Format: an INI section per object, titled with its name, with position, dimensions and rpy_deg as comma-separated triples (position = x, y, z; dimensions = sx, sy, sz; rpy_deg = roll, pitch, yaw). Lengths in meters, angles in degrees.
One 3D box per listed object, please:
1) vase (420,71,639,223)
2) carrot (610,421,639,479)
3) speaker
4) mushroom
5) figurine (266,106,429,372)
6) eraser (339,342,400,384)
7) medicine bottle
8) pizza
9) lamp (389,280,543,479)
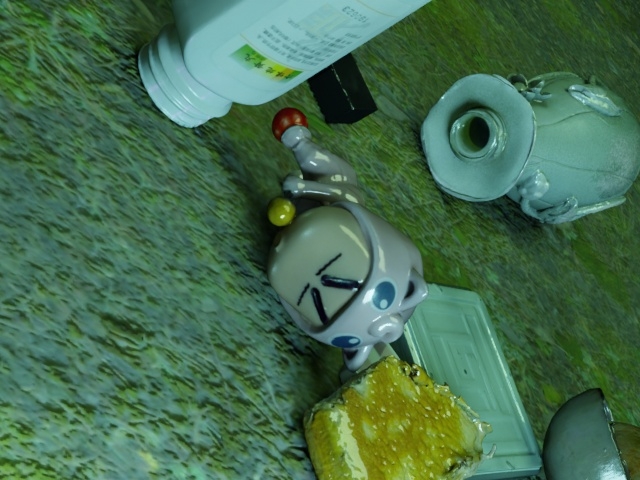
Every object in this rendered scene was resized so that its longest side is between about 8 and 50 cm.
[vase]
position = 0.342, -0.150, 2.196
dimensions = 0.445, 0.250, 0.250
rpy_deg = 0, 64, -56
[carrot]
position = 0.413, 0.375, 1.902
dimensions = 0.139, 0.138, 0.302
rpy_deg = 46, 30, -27
[speaker]
position = -0.001, -0.263, 1.895
dimensions = 0.082, 0.044, 0.218
rpy_deg = -10, 72, -62
[mushroom]
position = 0.346, 0.288, 1.797
dimensions = 0.141, 0.117, 0.188
rpy_deg = 73, 4, -79
[figurine]
position = 0.000, 0.000, 1.545
dimensions = 0.186, 0.176, 0.287
rpy_deg = 7, 50, -38
[eraser]
position = 0.060, 0.152, 1.613
dimensions = 0.065, 0.026, 0.105
rpy_deg = 52, 28, -11
[medicine bottle]
position = -0.044, -0.240, 1.482
dimensions = 0.179, 0.324, 0.124
rpy_deg = 16, 50, -52
[pizza]
position = 0.090, 0.222, 1.520
dimensions = 0.297, 0.071, 0.189
rpy_deg = -20, 80, -50
[lamp]
position = 0.175, 0.178, 1.764
dimensions = 0.269, 0.047, 0.267
rpy_deg = 10, 56, -58
